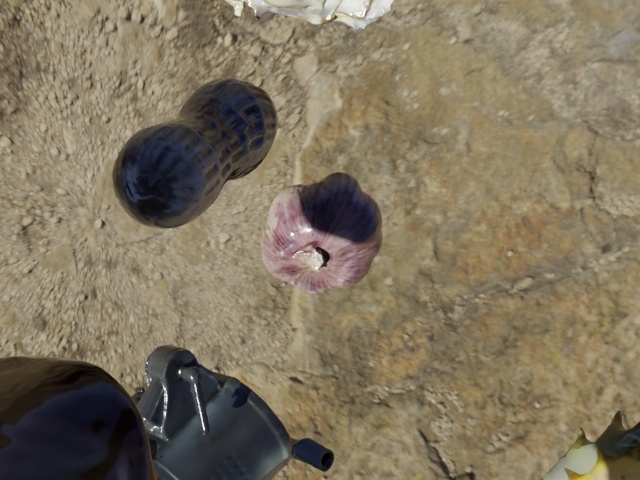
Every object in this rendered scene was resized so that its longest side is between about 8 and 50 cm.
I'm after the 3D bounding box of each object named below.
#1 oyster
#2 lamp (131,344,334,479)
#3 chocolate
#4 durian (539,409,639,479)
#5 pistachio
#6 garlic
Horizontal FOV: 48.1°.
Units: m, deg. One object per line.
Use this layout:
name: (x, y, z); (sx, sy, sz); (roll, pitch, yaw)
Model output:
oyster: (-0.005, -0.427, 1.158); (0.271, 0.275, 0.100); (27, 56, -29)
lamp: (-0.185, 0.359, 1.131); (0.374, 0.205, 0.272); (49, 61, -36)
chocolate: (-0.082, -0.065, 0.504); (0.072, 0.072, 0.167); (53, 39, -12)
durian: (0.205, 0.230, 0.416); (0.186, 0.196, 0.304); (-1, 80, -45)
pistachio: (-0.159, 0.137, 0.380); (0.210, 0.130, 0.165); (30, 81, 29)
garlic: (0.000, 0.000, 0.847); (0.159, 0.102, 0.147); (-38, 120, 26)
